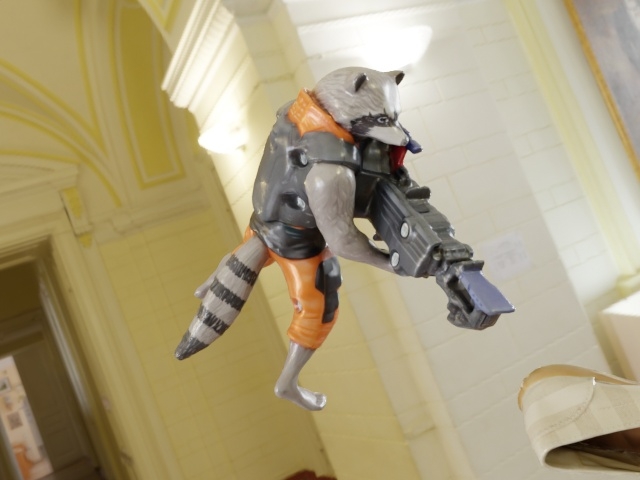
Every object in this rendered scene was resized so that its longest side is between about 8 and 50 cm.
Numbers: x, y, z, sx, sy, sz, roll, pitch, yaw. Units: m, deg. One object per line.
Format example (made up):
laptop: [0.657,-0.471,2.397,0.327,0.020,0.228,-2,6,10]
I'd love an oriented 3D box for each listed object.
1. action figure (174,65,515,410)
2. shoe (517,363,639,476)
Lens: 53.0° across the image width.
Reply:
action figure: [0.000,0.000,0.593,0.179,0.341,0.330,7,-64,-32]
shoe: [0.233,0.121,0.382,0.219,0.076,0.058,2,23,11]
